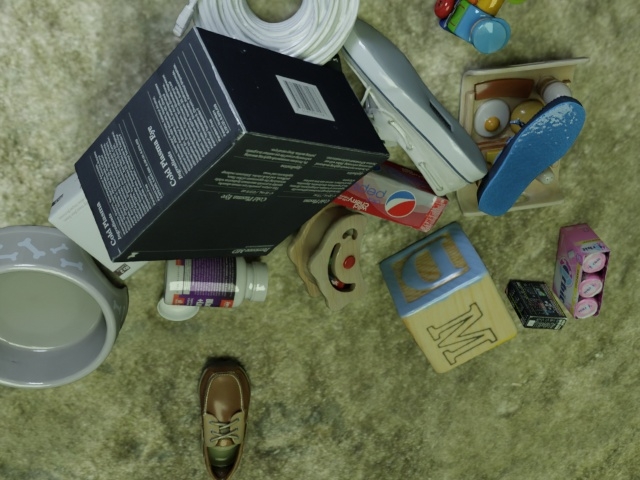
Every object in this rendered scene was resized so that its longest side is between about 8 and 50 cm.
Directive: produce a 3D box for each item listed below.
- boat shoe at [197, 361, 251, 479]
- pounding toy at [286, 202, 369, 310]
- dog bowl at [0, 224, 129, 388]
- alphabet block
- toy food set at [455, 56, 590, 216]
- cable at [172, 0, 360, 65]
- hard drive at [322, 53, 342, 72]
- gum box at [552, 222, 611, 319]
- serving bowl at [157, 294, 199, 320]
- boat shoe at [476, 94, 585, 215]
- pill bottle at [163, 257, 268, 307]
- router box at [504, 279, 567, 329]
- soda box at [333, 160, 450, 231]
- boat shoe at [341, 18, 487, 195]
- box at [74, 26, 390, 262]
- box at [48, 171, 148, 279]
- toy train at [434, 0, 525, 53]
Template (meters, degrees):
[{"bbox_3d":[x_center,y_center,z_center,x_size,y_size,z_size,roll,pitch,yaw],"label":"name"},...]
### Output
[{"bbox_3d":[-0.214,0.419,1.601,0.122,0.120,0.324,-3,125,-11],"label":"boat shoe"},{"bbox_3d":[0.000,0.000,1.394,0.154,0.155,0.269,-43,137,-17],"label":"pounding toy"},{"bbox_3d":[-0.546,0.143,1.351,0.348,0.102,0.349,-6,125,-8],"label":"dog bowl"},{"bbox_3d":[0.262,0.118,1.460,0.193,0.192,0.197,-28,124,10],"label":"alphabet block"},{"bbox_3d":[0.378,-0.190,1.331,0.219,0.092,0.306,-9,125,-7],"label":"toy food set"},{"bbox_3d":[-0.072,-0.377,1.090,0.257,0.089,0.257,20,113,-15],"label":"cable"},{"bbox_3d":[-0.001,-0.252,1.248,0.094,0.022,0.135,-15,126,-2],"label":"hard drive"},{"bbox_3d":[0.566,0.072,1.543,0.062,0.107,0.188,-10,126,-6],"label":"gum box"},{"bbox_3d":[-0.289,0.126,1.437,0.083,0.027,0.083,-7,135,-7],"label":"serving bowl"},{"bbox_3d":[0.356,-0.162,1.259,0.109,0.089,0.258,31,124,-17],"label":"boat shoe"},{"bbox_3d":[-0.204,0.076,1.375,0.193,0.108,0.108,4,123,-14],"label":"pill bottle"},{"bbox_3d":[0.474,0.141,1.562,0.092,0.122,0.038,4,127,-14],"label":"router box"},{"bbox_3d":[0.105,-0.102,1.331,0.263,0.092,0.083,17,118,-22],"label":"soda box"},{"bbox_3d":[0.126,-0.211,1.243,0.156,0.136,0.367,-33,119,30],"label":"boat shoe"},{"bbox_3d":[-0.130,-0.123,1.079,0.312,0.179,0.343,-38,159,30],"label":"box"},{"bbox_3d":[-0.342,-0.061,1.244,0.181,0.119,0.182,-36,124,12],"label":"box"},{"bbox_3d":[0.295,-0.423,1.121,0.105,0.143,0.248,18,118,-24],"label":"toy train"}]
